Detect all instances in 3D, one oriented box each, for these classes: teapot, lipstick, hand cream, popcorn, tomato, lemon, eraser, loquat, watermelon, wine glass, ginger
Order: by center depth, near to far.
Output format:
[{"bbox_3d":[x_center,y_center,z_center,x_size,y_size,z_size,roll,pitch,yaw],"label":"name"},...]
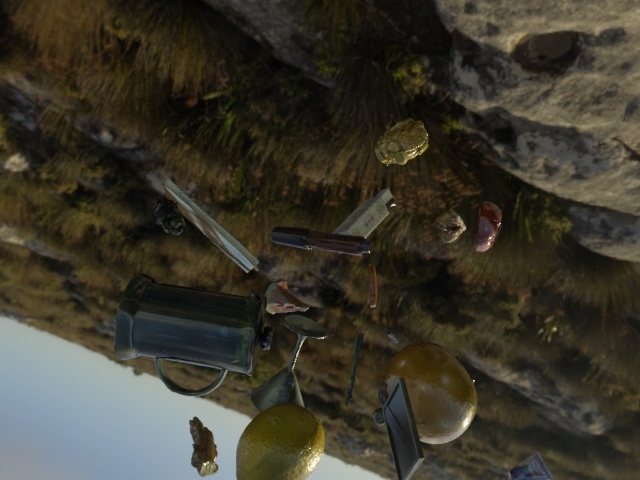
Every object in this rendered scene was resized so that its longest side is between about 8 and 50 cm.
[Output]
[{"bbox_3d":[-0.282,0.229,1.179,0.336,0.271,0.200,9,180,1],"label":"teapot"},{"bbox_3d":[-0.114,0.598,1.469,0.235,0.263,0.236,15,133,17],"label":"lemon"},{"bbox_3d":[0.651,0.740,1.609,0.142,0.084,0.053,-29,160,11],"label":"hand cream"},{"bbox_3d":[0.337,0.510,1.676,0.328,0.359,0.329,156,90,-80],"label":"loquat"},{"bbox_3d":[-0.136,0.221,1.768,0.158,0.121,0.098,43,-175,27],"label":"watermelon"},{"bbox_3d":[0.283,-0.343,1.776,0.163,0.194,0.140,-61,-53,-78],"label":"popcorn"},{"bbox_3d":[0.000,0.000,1.827,0.418,0.077,0.077,7,155,34],"label":"lipstick"},{"bbox_3d":[-0.447,0.786,1.937,0.137,0.074,0.213,52,-171,-50],"label":"ginger"},{"bbox_3d":[0.703,-0.054,2.113,0.101,0.228,0.228,11,158,15],"label":"tomato"},{"bbox_3d":[0.194,-0.092,2.199,0.096,0.404,0.098,-13,112,43],"label":"eraser"},{"bbox_3d":[-0.130,0.548,2.209,0.266,0.407,0.267,18,-168,-4],"label":"wine glass"}]

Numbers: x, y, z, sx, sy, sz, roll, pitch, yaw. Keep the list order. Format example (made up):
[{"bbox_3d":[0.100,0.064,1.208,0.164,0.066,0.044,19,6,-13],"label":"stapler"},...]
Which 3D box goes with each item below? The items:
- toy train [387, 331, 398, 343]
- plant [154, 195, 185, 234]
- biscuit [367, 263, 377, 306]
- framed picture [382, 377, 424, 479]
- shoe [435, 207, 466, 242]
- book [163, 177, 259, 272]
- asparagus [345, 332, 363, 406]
[{"bbox_3d":[0.325,0.434,2.256,0.017,0.017,0.083,-23,129,30],"label":"toy train"},{"bbox_3d":[-0.435,-0.069,1.460,0.174,0.087,0.085,43,162,47],"label":"plant"},{"bbox_3d":[0.228,0.200,2.221,0.036,0.192,0.186,-2,169,3],"label":"biscuit"},{"bbox_3d":[0.194,0.457,1.213,0.015,0.203,0.150,5,130,-12],"label":"framed picture"},{"bbox_3d":[0.344,-0.040,1.357,0.072,0.069,0.109,53,180,20],"label":"shoe"},{"bbox_3d":[-0.356,-0.035,1.640,0.374,0.028,0.262,42,163,-5],"label":"book"},{"bbox_3d":[0.106,0.409,1.604,0.022,0.233,0.023,8,176,42],"label":"asparagus"}]
